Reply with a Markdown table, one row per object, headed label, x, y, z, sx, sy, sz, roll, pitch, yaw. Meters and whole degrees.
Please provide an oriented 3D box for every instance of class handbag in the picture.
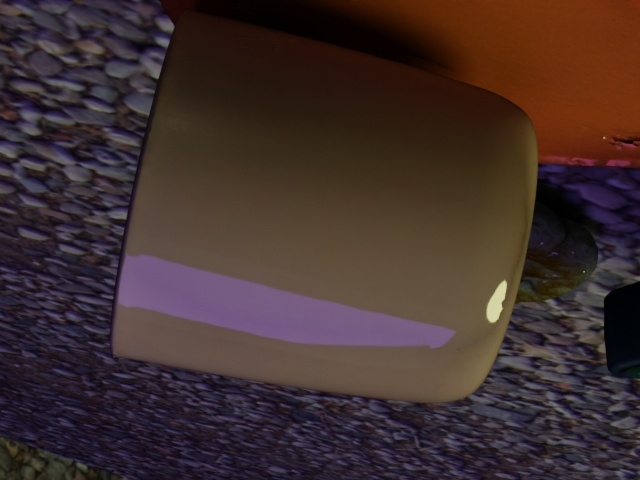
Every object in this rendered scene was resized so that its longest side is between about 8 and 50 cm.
| label | x | y | z | sx | sy | sz | roll | pitch | yaw |
| --- | --- | --- | --- | --- | --- | --- | --- | --- | --- |
| handbag | 0.110 | -0.146 | 0.849 | 0.410 | 0.116 | 0.303 | 4 | 158 | 19 |

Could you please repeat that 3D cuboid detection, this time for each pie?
| label | x | y | z | sx | sy | sz | roll | pitch | yaw |
| --- | --- | --- | --- | --- | --- | --- | --- | --- | --- |
| pie | 0.119 | 0.003 | 1.324 | 0.240 | 0.054 | 0.240 | 11 | 162 | 4 |

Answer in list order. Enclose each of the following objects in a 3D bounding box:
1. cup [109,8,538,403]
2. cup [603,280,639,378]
| label | x | y | z | sx | sy | sz | roll | pitch | yaw |
| --- | --- | --- | --- | --- | --- | --- | --- | --- | --- |
| cup | 0.000 | 0.000 | 0.872 | 0.200 | 0.191 | 0.253 | 12 | 158 | -3 |
| cup | 0.374 | 0.038 | 1.004 | 0.308 | 0.242 | 0.292 | 33 | 159 | -9 |
